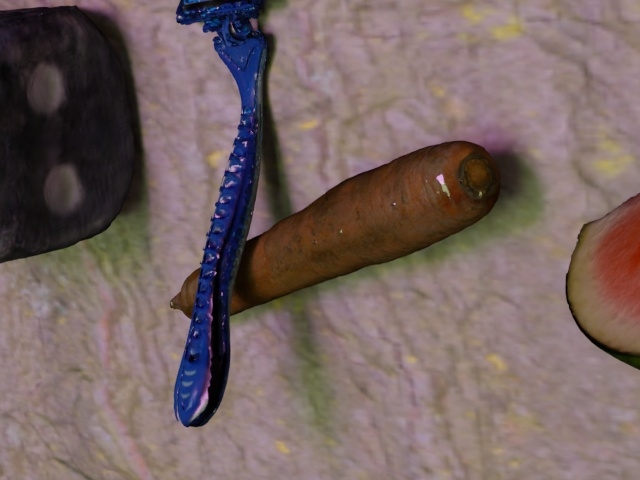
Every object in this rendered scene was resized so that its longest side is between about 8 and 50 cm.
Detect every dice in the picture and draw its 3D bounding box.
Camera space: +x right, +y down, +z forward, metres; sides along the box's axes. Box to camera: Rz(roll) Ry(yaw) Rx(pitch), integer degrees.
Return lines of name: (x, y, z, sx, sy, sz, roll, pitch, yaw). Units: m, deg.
dice: (-0.266, -0.084, 1.344, 0.182, 0.181, 0.183, 6, 108, 40)

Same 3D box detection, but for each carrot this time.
carrot: (0.000, 0.001, 1.239, 0.342, 0.070, 0.070, -24, 89, 47)

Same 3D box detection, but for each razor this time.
razor: (-0.069, -0.027, 1.251, 0.093, 0.056, 0.324, -2, 82, 48)

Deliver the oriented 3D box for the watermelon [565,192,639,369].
watermelon: (0.288, 0.025, 1.008, 0.128, 0.159, 0.303, 37, 137, -25)
